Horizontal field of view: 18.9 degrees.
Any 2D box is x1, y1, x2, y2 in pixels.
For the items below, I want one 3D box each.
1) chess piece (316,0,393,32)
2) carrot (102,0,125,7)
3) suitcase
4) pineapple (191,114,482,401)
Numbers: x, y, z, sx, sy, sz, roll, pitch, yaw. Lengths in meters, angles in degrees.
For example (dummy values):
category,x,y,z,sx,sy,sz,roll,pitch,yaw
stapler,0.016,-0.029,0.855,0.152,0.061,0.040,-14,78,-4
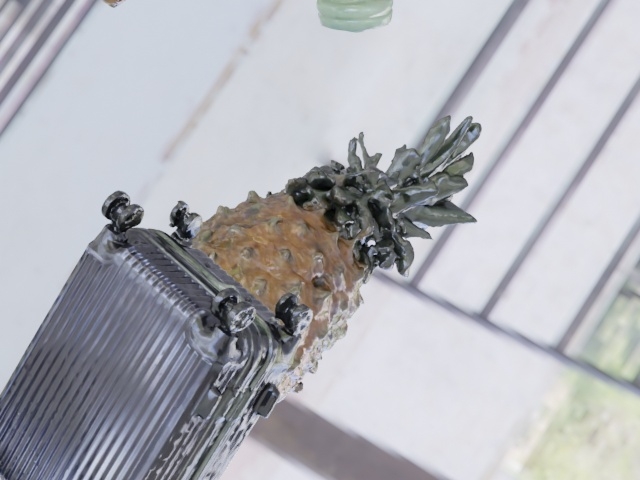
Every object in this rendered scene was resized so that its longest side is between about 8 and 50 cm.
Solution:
category,x,y,z,sx,sy,sz,roll,pitch,yaw
chess piece,0.021,-0.234,1.441,0.059,0.059,0.149,22,125,48
carrot,-0.126,-0.228,1.319,0.048,0.139,0.048,15,179,0
suitcase,-0.068,0.055,0.716,0.086,0.126,0.059,40,-164,29
pineapple,0.000,0.000,1.548,0.169,0.340,0.169,32,145,26
